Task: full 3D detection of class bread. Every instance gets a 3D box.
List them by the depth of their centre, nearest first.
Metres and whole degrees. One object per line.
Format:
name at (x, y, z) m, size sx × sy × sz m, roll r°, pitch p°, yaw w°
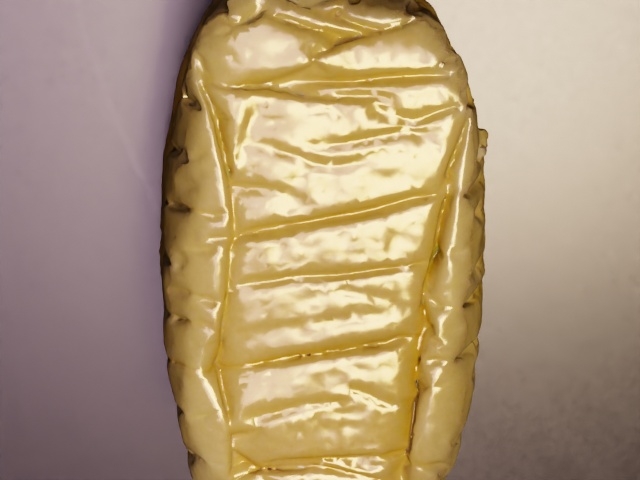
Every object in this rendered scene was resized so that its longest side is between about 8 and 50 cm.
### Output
bread at (0.000, 0.000, 0.839) m, size 0.140 × 0.106 × 0.236 m, roll 1°, pitch 106°, yaw -3°
